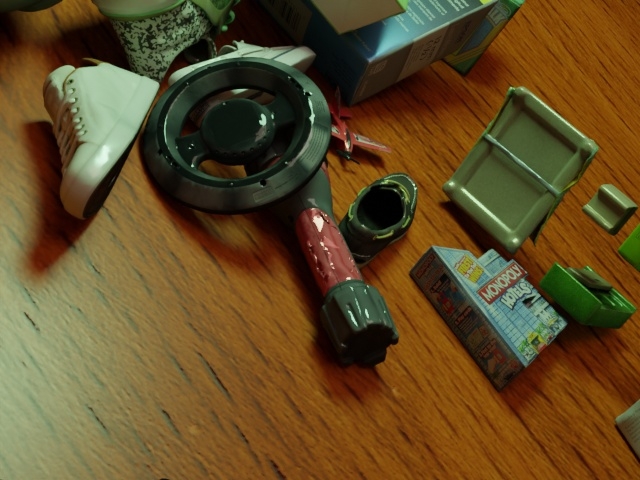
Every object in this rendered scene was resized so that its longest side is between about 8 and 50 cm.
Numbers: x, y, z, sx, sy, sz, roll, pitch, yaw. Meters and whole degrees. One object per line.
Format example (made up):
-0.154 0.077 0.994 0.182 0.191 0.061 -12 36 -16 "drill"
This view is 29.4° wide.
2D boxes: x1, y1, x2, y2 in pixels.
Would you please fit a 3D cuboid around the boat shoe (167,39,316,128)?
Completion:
-0.100 -0.229 1.631 0.084 0.095 0.258 48 36 8 "boat shoe"

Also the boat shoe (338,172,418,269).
0.083 -0.038 1.597 0.081 0.068 0.228 39 36 2 "boat shoe"

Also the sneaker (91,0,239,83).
-0.168 -0.333 1.648 0.158 0.182 0.410 11 33 26 "sneaker"

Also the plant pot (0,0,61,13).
-0.383 -0.389 1.446 0.293 0.293 0.196 59 15 27 "plant pot"

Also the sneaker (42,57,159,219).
-0.271 -0.122 1.373 0.123 0.106 0.290 26 26 -11 "sneaker"

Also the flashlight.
0.000 0.000 1.458 0.103 0.103 0.304 1 49 -32 "flashlight"

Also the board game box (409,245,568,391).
0.221 0.075 1.599 0.194 0.060 0.194 45 37 10 "board game box"

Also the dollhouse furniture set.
0.347 -0.047 1.712 0.301 0.197 0.151 45 19 26 "dollhouse furniture set"

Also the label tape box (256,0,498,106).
0.107 -0.384 1.872 0.348 0.115 0.249 -30 70 -32 "label tape box"

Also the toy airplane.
0.026 -0.162 1.721 0.151 0.028 0.151 24 37 -20 "toy airplane"

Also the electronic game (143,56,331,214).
-0.100 -0.130 1.471 0.229 0.048 0.229 -3 58 5 "electronic game"

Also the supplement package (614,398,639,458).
0.554 0.205 1.563 0.204 0.262 0.145 -2 52 -42 "supplement package"

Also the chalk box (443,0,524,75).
0.264 -0.411 2.037 0.132 0.213 0.132 36 36 -2 "chalk box"

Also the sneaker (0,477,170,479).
-0.216 0.234 1.036 0.121 0.079 0.217 45 38 8 "sneaker"

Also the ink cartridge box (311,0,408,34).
0.047 -0.493 1.728 0.207 0.119 0.353 46 43 -37 "ink cartridge box"
